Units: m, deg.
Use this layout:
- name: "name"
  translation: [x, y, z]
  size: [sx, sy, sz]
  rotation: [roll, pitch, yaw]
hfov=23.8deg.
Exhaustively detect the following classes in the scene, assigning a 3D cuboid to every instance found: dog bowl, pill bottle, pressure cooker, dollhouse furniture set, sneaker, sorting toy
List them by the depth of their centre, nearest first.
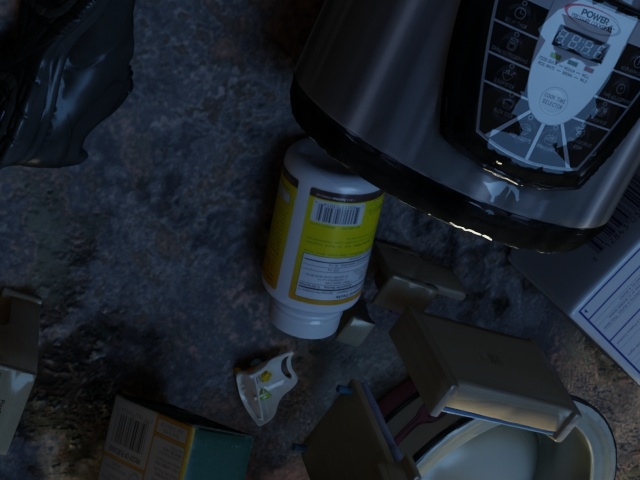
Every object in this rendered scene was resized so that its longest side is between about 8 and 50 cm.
- name: "sneaker"
  translation: [-0.227, -0.190, 1.450]
  size: [0.130, 0.109, 0.286]
  rotation: [8, 123, -47]
- name: "pressure cooker"
  translation: [0.197, -0.245, 1.497]
  size: [0.370, 0.375, 0.420]
  rotation: [-8, 128, -59]
- name: "dollhouse furniture set"
  translation: [-0.414, 0.103, 1.526]
  size: [0.242, 0.161, 0.212]
  rotation: [18, 111, -16]
- name: "pill bottle"
  translation: [0.000, 0.000, 1.702]
  size: [0.117, 0.117, 0.215]
  rotation: [-5, 123, -30]
- name: "dollhouse furniture set"
  translation: [0.109, 0.219, 1.829]
  size: [0.198, 0.286, 0.303]
  rotation: [17, 120, -33]
- name: "sorting toy"
  translation: [-0.060, 0.168, 1.834]
  size: [0.075, 0.045, 0.083]
  rotation: [-27, 131, -24]
- name: "dog bowl"
  translation: [0.189, 0.334, 2.035]
  size: [0.408, 0.150, 0.408]
  rotation: [-16, 127, -23]

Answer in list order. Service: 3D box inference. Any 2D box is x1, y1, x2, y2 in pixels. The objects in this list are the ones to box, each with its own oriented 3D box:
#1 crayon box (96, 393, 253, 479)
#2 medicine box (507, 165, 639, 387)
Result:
- name: "crayon box"
  translation: [-0.189, 0.349, 1.683]
  size: [0.083, 0.203, 0.322]
  rotation: [15, 87, -32]
- name: "medicine box"
  translation: [0.436, 0.029, 1.980]
  size: [0.263, 0.149, 0.289]
  rotation: [-46, 134, 3]
